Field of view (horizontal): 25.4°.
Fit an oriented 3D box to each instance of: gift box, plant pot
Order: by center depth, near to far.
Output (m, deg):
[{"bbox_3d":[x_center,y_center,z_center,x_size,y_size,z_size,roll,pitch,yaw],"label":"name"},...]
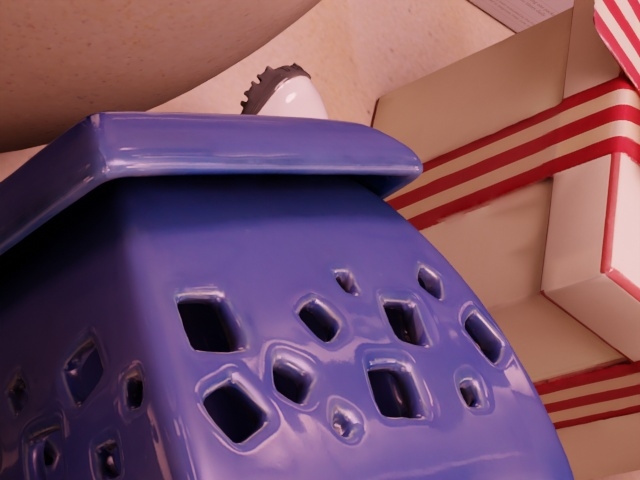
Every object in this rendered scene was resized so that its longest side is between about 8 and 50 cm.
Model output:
[{"bbox_3d":[-0.060,0.069,0.667,0.236,0.236,0.212,-4,70,-46],"label":"plant pot"},{"bbox_3d":[0.178,-0.017,0.917,0.255,0.258,0.276,30,55,-35],"label":"gift box"}]

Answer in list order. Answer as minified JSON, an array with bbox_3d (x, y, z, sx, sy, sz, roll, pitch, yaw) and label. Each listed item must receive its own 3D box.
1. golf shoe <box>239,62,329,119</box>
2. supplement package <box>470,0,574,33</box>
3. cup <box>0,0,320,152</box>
[{"bbox_3d":[0.000,0.000,0.797,0.077,0.094,0.198,-22,118,-42],"label":"golf shoe"},{"bbox_3d":[0.247,-0.290,1.072,0.177,0.293,0.175,26,57,-38],"label":"supplement package"},{"bbox_3d":[-0.100,-0.198,0.642,0.331,0.237,0.331,-9,101,-52],"label":"cup"}]
